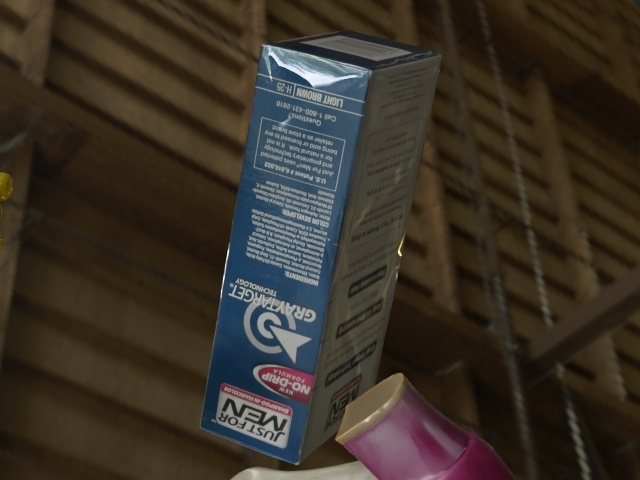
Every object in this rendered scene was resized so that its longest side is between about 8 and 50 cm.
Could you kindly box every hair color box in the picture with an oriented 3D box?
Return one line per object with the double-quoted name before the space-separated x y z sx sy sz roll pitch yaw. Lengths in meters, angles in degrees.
"hair color box" 0.000 0.000 1.176 0.105 0.347 0.174 17 -162 21

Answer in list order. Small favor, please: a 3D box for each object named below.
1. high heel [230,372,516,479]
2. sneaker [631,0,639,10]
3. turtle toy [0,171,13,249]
"high heel" 0.006 0.180 0.811 0.117 0.244 0.082 46 -156 -10
"sneaker" 0.169 -0.152 0.542 0.072 0.077 0.178 49 170 21
"turtle toy" -0.313 -0.015 1.107 0.066 0.095 0.130 53 -135 -81
